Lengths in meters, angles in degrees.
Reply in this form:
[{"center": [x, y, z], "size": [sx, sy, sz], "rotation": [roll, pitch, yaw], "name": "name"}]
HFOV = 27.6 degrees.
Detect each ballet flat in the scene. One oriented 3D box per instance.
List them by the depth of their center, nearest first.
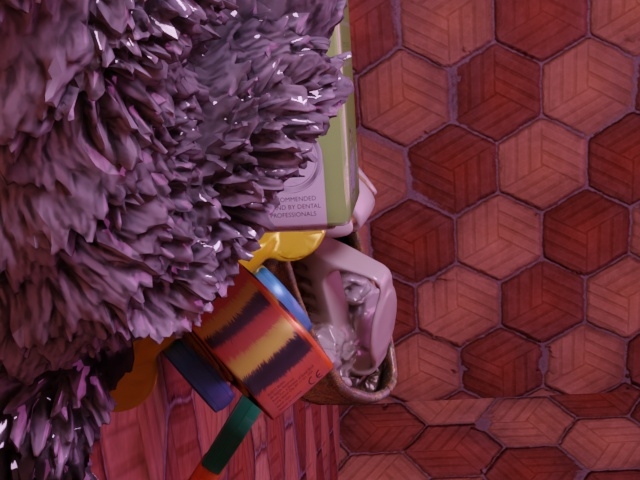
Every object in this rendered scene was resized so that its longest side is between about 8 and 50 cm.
[{"center": [0.000, 0.000, 1.071], "size": [0.123, 0.123, 0.348], "rotation": [-87, 167, -55], "name": "ballet flat"}]

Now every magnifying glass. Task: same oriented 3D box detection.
[{"center": [-0.077, 0.164, 1.062], "size": [0.231, 0.026, 0.092], "rotation": [-61, 179, 31], "name": "magnifying glass"}]

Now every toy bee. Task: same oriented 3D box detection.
[{"center": [-0.100, 0.042, 0.925], "size": [0.162, 0.195, 0.298], "rotation": [50, -31, -11], "name": "toy bee"}]

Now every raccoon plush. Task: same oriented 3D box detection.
[{"center": [-0.112, -0.014, 0.437], "size": [0.299, 0.216, 0.446], "rotation": [-16, 103, -78], "name": "raccoon plush"}]

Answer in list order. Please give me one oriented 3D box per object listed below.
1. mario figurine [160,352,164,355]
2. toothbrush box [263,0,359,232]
[{"center": [-0.074, -0.056, 1.116], "size": [0.198, 0.170, 0.320], "rotation": [-61, 149, -79], "name": "mario figurine"}, {"center": [-0.090, -0.147, 0.676], "size": [0.122, 0.206, 0.283], "rotation": [-68, 154, -79], "name": "toothbrush box"}]
